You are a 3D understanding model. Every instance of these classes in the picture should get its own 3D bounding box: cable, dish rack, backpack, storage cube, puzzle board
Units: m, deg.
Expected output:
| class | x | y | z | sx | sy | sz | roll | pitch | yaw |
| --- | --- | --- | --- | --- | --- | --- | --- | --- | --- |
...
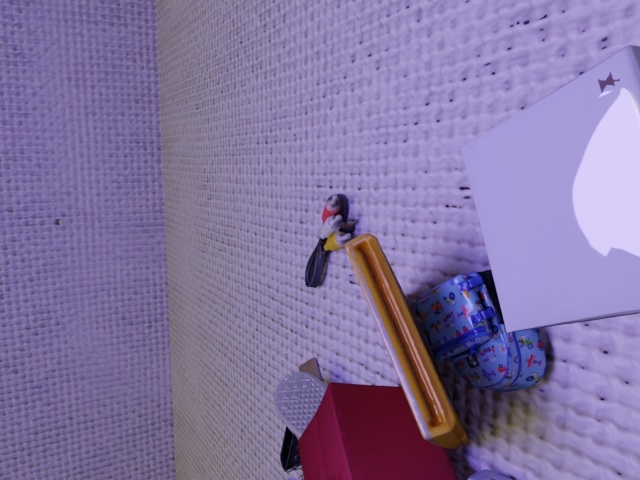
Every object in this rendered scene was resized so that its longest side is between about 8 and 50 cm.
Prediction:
| class | x | y | z | sx | sy | sz | roll | pitch | yaw |
| --- | --- | --- | --- | --- | --- | --- | --- | --- | --- |
| cable | 0.000 | 0.000 | 1.270 | 0.287 | 0.072 | 0.140 | -51 | 45 | 51 |
| dish rack | 0.005 | 0.540 | 1.333 | 0.271 | 0.074 | 0.208 | 45 | 133 | 46 |
| backpack | 0.235 | 0.140 | 0.826 | 0.158 | 0.116 | 0.173 | -40 | 62 | 57 |
| storage cube | 0.089 | 0.377 | 0.960 | 0.193 | 0.214 | 0.184 | -107 | 32 | -48 |
| puzzle board | -0.017 | 0.366 | 1.415 | 0.096 | 0.011 | 0.128 | -43 | 57 | 53 |

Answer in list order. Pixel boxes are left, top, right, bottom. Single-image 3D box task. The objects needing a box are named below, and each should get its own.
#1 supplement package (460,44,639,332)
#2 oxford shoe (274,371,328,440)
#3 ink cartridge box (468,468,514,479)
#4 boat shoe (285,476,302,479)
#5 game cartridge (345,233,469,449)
| class | x | y | z | sx | sy | sz | roll | pitch | yaw |
| --- | --- | --- | --- | --- | --- | --- | --- | --- | --- |
| supplement package | 0.303 | -0.035 | 0.494 | 0.175 | 0.292 | 0.178 | -30 | 68 | 58 |
| oxford shoe | 0.063 | 0.450 | 1.177 | 0.449 | 0.169 | 0.130 | 40 | 166 | 42 |
| ink cartridge box | 0.317 | 0.461 | 0.804 | 0.232 | 0.066 | 0.189 | 4 | 97 | 47 |
| boat shoe | 0.032 | 0.580 | 1.209 | 0.277 | 0.098 | 0.096 | 26 | 113 | 21 |
| game cartridge | 0.144 | 0.169 | 0.868 | 0.285 | 0.052 | 0.324 | 69 | -171 | 26 |
